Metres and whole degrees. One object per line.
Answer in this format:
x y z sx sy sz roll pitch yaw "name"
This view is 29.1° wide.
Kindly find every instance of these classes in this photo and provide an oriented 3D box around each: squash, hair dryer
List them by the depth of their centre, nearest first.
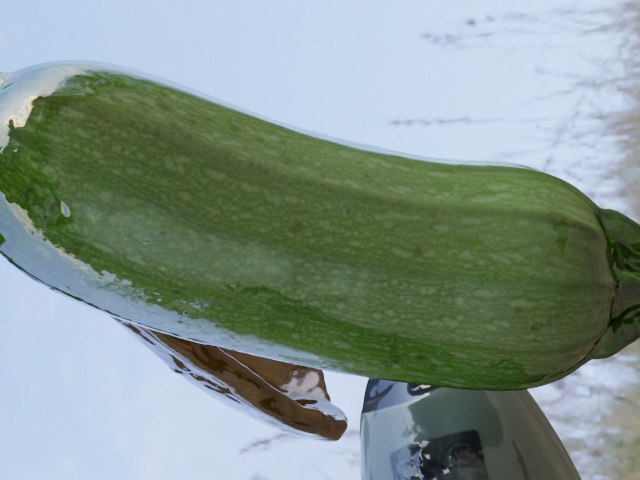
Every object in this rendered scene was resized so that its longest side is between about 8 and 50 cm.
0.000 0.000 0.367 0.219 0.068 0.077 10 -86 -13 "squash"
0.062 0.163 0.394 0.219 0.088 0.225 63 -161 -13 "hair dryer"

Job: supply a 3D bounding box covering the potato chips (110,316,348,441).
-0.070 0.021 0.566 0.202 0.049 0.150 47 -172 -29 "potato chips"
